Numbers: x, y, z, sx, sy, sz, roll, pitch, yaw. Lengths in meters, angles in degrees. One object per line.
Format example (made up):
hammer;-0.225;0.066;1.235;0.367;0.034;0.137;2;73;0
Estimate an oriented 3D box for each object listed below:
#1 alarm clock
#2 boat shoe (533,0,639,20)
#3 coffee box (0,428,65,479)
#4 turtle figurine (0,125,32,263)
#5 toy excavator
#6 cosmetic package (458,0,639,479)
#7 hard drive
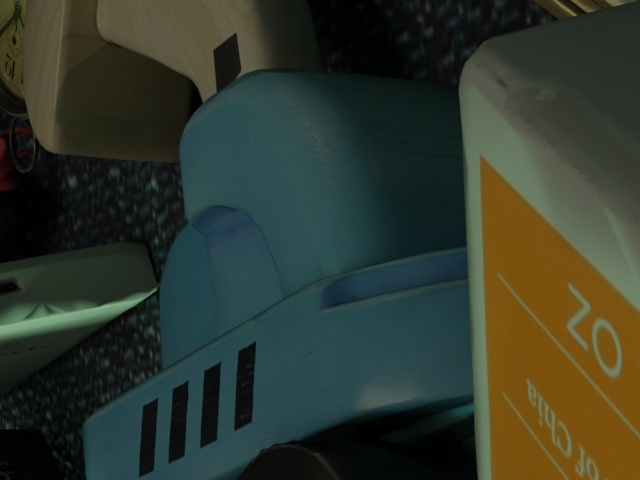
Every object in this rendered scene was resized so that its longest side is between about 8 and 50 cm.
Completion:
alarm clock;-0.165;-0.123;1.052;0.129;0.064;0.192;48;134;38
boat shoe;0.069;-0.131;0.657;0.285;0.105;0.089;41;128;43
coffee box;-0.217;0.252;1.089;0.297;0.168;0.119;53;131;46
turtle figurine;-0.259;-0.009;1.177;0.234;0.118;0.175;154;129;-72
toy excavator;0.000;0.000;0.752;0.433;0.222;0.445;-31;60;56
cosmetic package;0.158;0.176;0.441;0.230;0.162;0.453;-127;26;-53
hard drive;-0.257;0.077;1.122;0.307;0.203;0.040;-31;73;55
